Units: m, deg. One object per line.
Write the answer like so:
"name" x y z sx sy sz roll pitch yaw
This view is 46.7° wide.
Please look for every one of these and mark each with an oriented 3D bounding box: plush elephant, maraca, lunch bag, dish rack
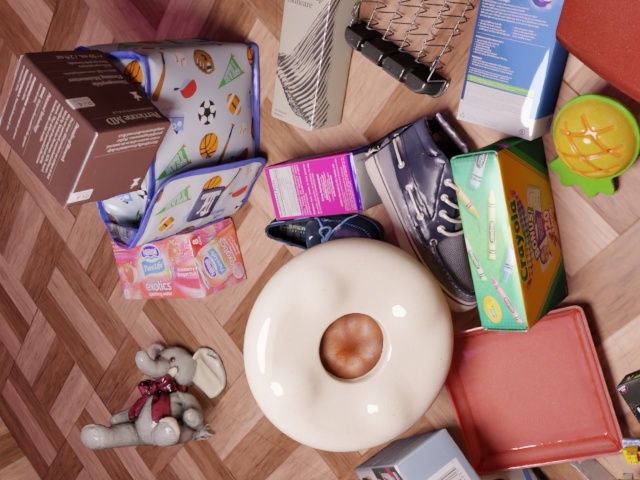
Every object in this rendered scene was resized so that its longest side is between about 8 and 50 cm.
"plush elephant" -0.386 0.374 1.843 0.271 0.330 0.256 -11 76 29
"maraca" 0.400 -0.136 1.092 0.127 0.099 0.186 32 149 25
"lunch bag" -0.284 -0.197 1.488 0.238 0.327 0.386 16 113 34
"dish rack" 0.162 -0.393 1.216 0.208 0.074 0.272 41 125 21

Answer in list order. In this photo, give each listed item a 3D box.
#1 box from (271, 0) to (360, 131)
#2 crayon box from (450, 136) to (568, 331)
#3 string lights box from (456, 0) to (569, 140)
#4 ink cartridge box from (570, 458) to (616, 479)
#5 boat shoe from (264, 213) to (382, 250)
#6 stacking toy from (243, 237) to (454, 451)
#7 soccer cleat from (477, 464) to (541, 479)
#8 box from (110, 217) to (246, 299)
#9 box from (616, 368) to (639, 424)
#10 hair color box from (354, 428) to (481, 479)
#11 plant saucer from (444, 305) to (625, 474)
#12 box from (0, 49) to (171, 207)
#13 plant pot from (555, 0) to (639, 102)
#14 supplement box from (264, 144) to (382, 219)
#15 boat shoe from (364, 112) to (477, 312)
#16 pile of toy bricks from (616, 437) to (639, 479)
"box" -0.009 -0.349 1.356 0.113 0.094 0.275 25 121 32
"crayon box" 0.301 -0.016 1.167 0.081 0.165 0.279 -4 103 41
"string lights box" 0.303 -0.297 1.124 0.133 0.076 0.260 24 120 31
"ink cartridge box" 0.468 0.413 1.249 0.115 0.063 0.029 45 126 19
"boat shoe" 0.000 0.000 1.476 0.258 0.089 0.109 1 106 40
"stacking toy" 0.003 0.144 1.376 0.480 0.350 0.351 -152 49 -74
"soccer cleat" 0.396 0.513 1.291 0.331 0.143 0.116 41 129 22
"box" -0.336 0.045 1.739 0.299 0.142 0.154 -4 102 41
"box" 0.516 0.244 1.156 0.062 0.052 0.083 -37 80 40
"hair color box" 0.187 0.461 1.350 0.185 0.113 0.374 55 164 11
"plant saucer" 0.350 0.253 1.261 0.259 0.047 0.259 -17 95 24
"box" -0.402 -0.193 1.259 0.203 0.168 0.167 45 123 15
"plant pot" 0.449 -0.304 0.894 0.235 0.267 0.267 35 126 41
"supplement box" 0.016 -0.111 1.409 0.220 0.111 0.114 -2 105 41
"boat shoe" 0.208 -0.051 1.256 0.158 0.127 0.341 -35 82 48
"pile of toy bricks" 0.546 0.351 1.111 0.212 0.105 0.118 -9 101 30
